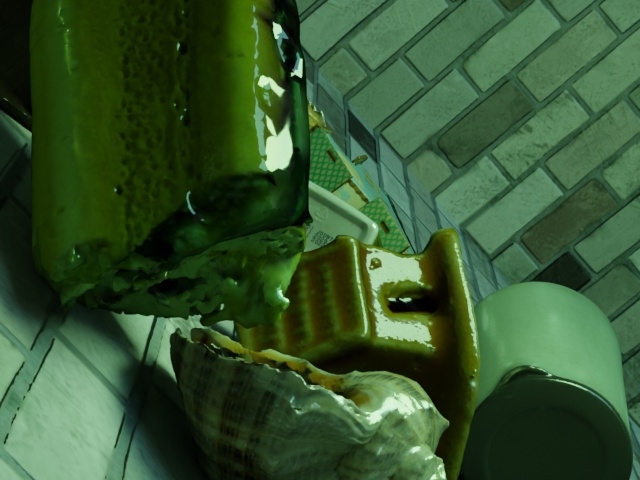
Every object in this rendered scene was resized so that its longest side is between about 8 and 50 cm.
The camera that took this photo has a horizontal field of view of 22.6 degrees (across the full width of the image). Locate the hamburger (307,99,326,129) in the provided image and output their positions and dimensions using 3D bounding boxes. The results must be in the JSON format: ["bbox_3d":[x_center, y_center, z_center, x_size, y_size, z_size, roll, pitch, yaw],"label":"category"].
[{"bbox_3d":[-0.114,-0.180,2.165,0.283,0.145,0.259,51,14,-12],"label":"hamburger"}]

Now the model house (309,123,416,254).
[{"bbox_3d":[-0.003,-0.031,2.003,0.206,0.178,0.271,50,13,-30],"label":"model house"}]

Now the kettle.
[{"bbox_3d":[0.313,0.279,2.201,0.376,0.250,0.361,-70,148,-74],"label":"kettle"}]

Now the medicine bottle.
[{"bbox_3d":[0.000,0.000,1.813,0.132,0.088,0.188,31,-6,9],"label":"medicine bottle"}]

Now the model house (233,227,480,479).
[{"bbox_3d":[0.032,0.131,1.646,0.239,0.173,0.268,6,56,-23],"label":"model house"}]

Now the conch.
[{"bbox_3d":[-0.024,0.176,1.368,0.291,0.159,0.210,14,4,29],"label":"conch"}]

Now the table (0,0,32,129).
[{"bbox_3d":[-0.292,-0.246,1.630,0.172,0.169,0.193,39,15,-42],"label":"table"}]

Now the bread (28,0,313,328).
[{"bbox_3d":[-0.130,-0.103,1.431,0.208,0.251,0.376,77,5,-59],"label":"bread"}]
